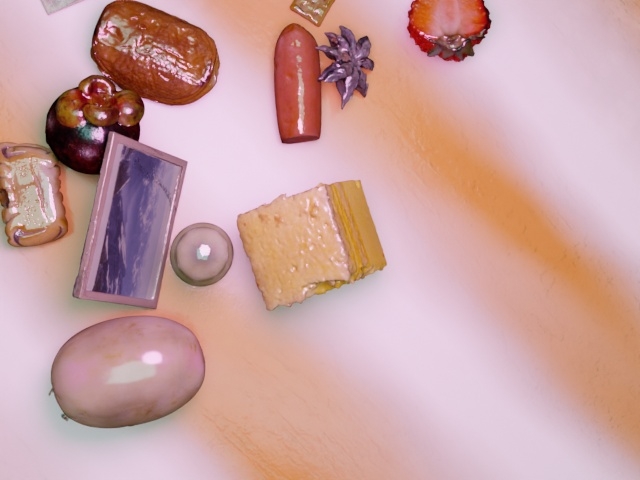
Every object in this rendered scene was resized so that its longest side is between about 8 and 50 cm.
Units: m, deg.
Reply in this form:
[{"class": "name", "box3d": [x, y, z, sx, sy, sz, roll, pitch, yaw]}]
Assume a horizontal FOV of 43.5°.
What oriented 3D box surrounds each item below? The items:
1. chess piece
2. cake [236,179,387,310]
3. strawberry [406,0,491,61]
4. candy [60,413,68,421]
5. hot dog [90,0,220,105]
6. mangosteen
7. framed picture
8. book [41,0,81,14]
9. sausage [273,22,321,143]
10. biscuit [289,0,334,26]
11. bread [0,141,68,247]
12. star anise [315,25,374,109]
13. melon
[{"class": "chess piece", "box3d": [-0.246, 0.026, 1.666, 0.144, 0.251, 0.145, 0, 88, -8]}, {"class": "cake", "box3d": [0.000, 0.000, 1.714, 0.222, 0.286, 0.228, -17, 91, 25]}, {"class": "strawberry", "box3d": [0.291, -0.509, 1.855, 0.190, 0.111, 0.237, 2, 64, 1]}, {"class": "candy", "box3d": [-0.518, 0.361, 1.729, 0.083, 0.020, 0.030, -38, 92, -8]}, {"class": "hot dog", "box3d": [-0.350, -0.403, 1.734, 0.272, 0.122, 0.196, 18, 87, -12]}, {"class": "mangosteen", "box3d": [-0.470, -0.237, 1.666, 0.209, 0.210, 0.210, 0, 88, -9]}, {"class": "framed picture", "box3d": [-0.388, -0.033, 1.669, 0.022, 0.247, 0.335, 9, 85, 27]}, {"class": "book", "box3d": [-0.542, -0.585, 1.761, 0.181, 0.014, 0.127, -26, 92, -8]}, {"class": "sausage", "box3d": [-0.050, -0.348, 1.780, 0.113, 0.113, 0.259, -2, 90, -9]}, {"class": "biscuit", "box3d": [-0.018, -0.544, 1.841, 0.083, 0.018, 0.081, 32, 83, -7]}, {"class": "bread", "box3d": [-0.613, -0.101, 1.701, 0.134, 0.081, 0.225, -7, 87, -14]}, {"class": "star anise", "box3d": [0.065, -0.391, 1.795, 0.204, 0.061, 0.181, -25, 108, -45]}, {"class": "melon", "box3d": [-0.397, 0.268, 1.650, 0.316, 0.223, 0.223, -12, 90, -8]}]
